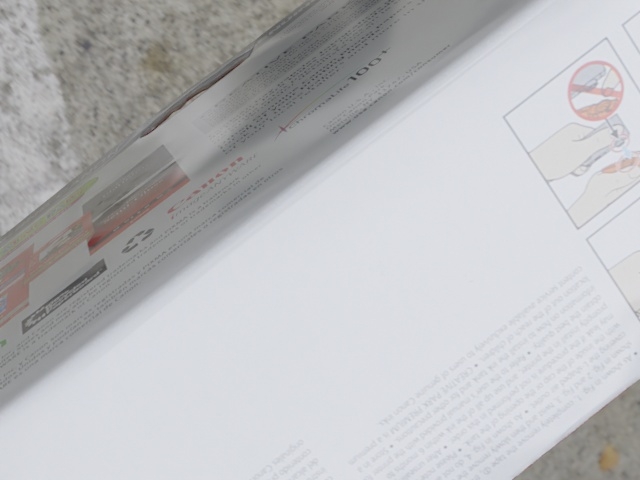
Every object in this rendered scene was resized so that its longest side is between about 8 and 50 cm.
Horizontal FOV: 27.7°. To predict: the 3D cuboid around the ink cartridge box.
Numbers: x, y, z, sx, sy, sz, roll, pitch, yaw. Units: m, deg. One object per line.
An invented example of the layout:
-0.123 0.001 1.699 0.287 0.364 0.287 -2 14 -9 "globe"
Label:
0.000 0.000 0.516 0.309 0.272 0.130 -38 108 -2 "ink cartridge box"
